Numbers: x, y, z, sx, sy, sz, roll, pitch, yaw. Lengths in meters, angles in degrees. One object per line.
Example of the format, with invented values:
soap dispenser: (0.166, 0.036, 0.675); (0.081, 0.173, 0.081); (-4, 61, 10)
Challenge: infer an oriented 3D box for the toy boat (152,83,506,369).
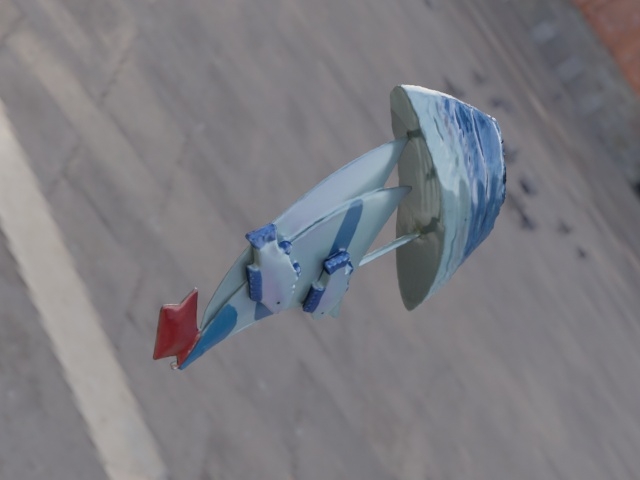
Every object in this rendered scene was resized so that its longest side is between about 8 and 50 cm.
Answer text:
toy boat: (0.007, -0.009, 0.637); (0.149, 0.105, 0.034); (-7, 40, -36)
